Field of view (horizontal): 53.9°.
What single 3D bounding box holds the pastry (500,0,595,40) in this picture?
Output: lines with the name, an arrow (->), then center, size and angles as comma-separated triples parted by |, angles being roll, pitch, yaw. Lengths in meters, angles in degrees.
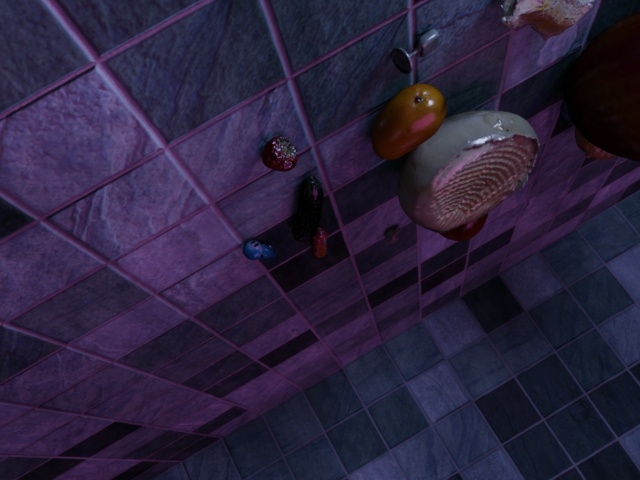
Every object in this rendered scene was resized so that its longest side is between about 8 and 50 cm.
pastry -> 0.436, -0.465, 1.249 | 0.258, 0.089, 0.121 | -7, 143, -43

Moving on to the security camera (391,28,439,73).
security camera -> 0.186, -0.367, 1.205 | 0.092, 0.058, 0.058 | -39, 160, -15

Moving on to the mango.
mango -> 0.184, -0.246, 1.361 | 0.145, 0.112, 0.219 | -19, 160, -36

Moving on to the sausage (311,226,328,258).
sausage -> 0.000, 0.000, 1.741 | 0.050, 0.048, 0.145 | 9, 153, 3

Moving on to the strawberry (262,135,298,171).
strawberry -> -0.085, -0.165, 1.251 | 0.073, 0.073, 0.083 | -9, 165, -43

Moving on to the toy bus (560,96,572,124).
toy bus -> 0.752, -0.388, 1.840 | 0.060, 0.075, 0.123 | -32, 158, 1

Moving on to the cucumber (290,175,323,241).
cucumber -> -0.027, -0.073, 1.520 | 0.067, 0.067, 0.245 | -23, 159, -19

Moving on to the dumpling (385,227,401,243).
dumpling -> 0.235, -0.019, 2.014 | 0.059, 0.043, 0.077 | -50, 158, -13

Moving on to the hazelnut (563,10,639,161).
hazelnut -> 0.835, -0.384, 1.603 | 0.421, 0.352, 0.421 | 13, 168, 3

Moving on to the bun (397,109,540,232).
bun -> 0.345, -0.194, 1.564 | 0.364, 0.202, 0.364 | -23, 150, -14

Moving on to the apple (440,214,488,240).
apple -> 0.417, -0.094, 1.894 | 0.181, 0.181, 0.168 | -23, 159, -21

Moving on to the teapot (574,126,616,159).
teapot -> 0.874, -0.374, 1.936 | 0.203, 0.167, 0.311 | -13, 134, -10

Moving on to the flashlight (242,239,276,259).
flashlight -> -0.154, 0.029, 1.605 | 0.051, 0.051, 0.129 | -36, 162, 13
